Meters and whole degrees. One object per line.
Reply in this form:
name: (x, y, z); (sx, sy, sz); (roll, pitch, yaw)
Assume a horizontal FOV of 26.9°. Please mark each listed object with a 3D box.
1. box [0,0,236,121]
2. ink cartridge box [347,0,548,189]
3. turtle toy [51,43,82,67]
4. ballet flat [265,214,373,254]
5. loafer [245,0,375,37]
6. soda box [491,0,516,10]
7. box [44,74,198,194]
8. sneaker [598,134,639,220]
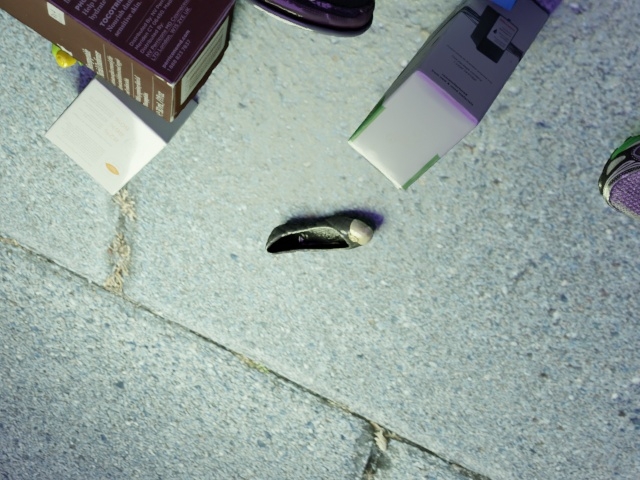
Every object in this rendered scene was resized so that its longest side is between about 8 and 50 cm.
box: (-0.295, -0.315, 1.593); (0.381, 0.143, 0.191); (35, 169, 0)
ink cartridge box: (0.139, -0.174, 1.444); (0.087, 0.208, 0.153); (41, 140, -5)
turtle toy: (-0.315, -0.272, 1.749); (0.066, 0.095, 0.130); (51, 142, 11)
ballet flat: (0.000, 0.000, 1.843); (0.173, 0.049, 0.057); (-6, 128, 38)
loafer: (-0.068, -0.334, 1.502); (0.302, 0.109, 0.095); (30, 137, 7)
soda box: (0.130, -0.330, 1.398); (0.210, 0.067, 0.071); (30, 141, 4)
box: (-0.273, -0.164, 1.823); (0.130, 0.091, 0.170); (42, 140, -12)
sneaker: (0.461, -0.037, 1.419); (0.344, 0.146, 0.134); (11, 136, 26)
